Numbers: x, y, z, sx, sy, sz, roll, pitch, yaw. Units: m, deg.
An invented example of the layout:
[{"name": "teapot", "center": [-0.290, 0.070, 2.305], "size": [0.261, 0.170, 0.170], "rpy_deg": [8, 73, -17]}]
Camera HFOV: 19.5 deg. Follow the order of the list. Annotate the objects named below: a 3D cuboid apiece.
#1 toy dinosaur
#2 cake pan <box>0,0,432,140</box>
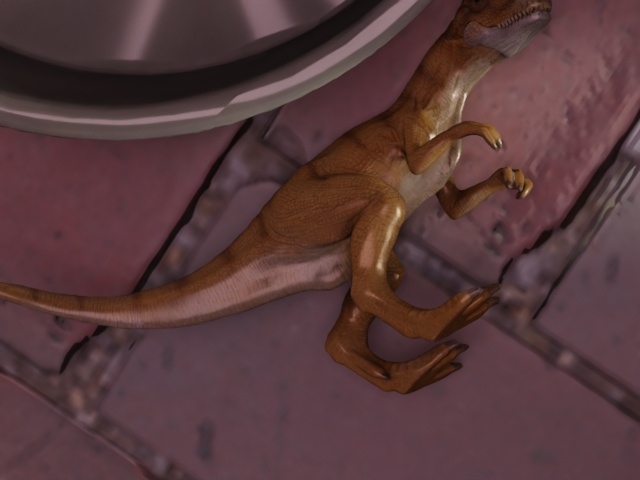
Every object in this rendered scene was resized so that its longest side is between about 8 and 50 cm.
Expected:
[{"name": "toy dinosaur", "center": [0.000, 0.000, 0.621], "size": [0.211, 0.064, 0.112], "rpy_deg": [-37, 71, 0]}, {"name": "cake pan", "center": [-0.065, -0.180, 0.609], "size": [0.293, 0.054, 0.293], "rpy_deg": [1, 95, 9]}]
